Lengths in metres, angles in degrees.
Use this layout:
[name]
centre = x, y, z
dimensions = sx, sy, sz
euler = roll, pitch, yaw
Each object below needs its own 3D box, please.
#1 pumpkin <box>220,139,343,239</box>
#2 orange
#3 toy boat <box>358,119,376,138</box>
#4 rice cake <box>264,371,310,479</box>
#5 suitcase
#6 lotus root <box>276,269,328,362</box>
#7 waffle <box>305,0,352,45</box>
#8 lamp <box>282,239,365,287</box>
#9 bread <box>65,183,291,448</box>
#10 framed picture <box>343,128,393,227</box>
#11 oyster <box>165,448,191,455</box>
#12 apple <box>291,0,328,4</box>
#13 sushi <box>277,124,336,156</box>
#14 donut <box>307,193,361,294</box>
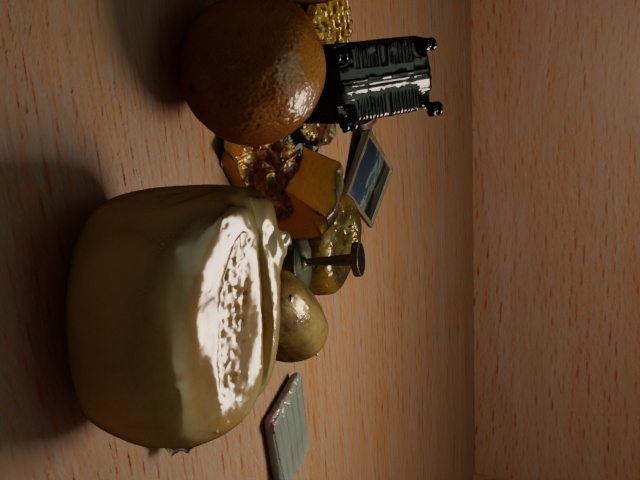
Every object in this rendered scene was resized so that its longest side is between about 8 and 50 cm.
[pumpkin]
centre = -0.063, -0.127, 1.875
dimensions = 0.281, 0.190, 0.139
euler = 67, 35, -49
[orange]
centre = -0.112, -0.292, 1.627
dimensions = 0.264, 0.264, 0.264
euler = 4, 90, -69
[toy boat]
centre = 0.127, -0.263, 2.575
dimensions = 0.096, 0.034, 0.122
euler = -43, 135, -52
[rice cake]
centre = -0.073, 0.429, 2.164
dimensions = 0.189, 0.037, 0.198
euler = -57, 145, -53
[suitcase]
centre = 0.038, -0.298, 1.844
dimensions = 0.229, 0.335, 0.152
euler = -13, 103, -30
[lotus root]
centre = -0.075, 0.163, 1.922
dimensions = 0.343, 0.169, 0.152
euler = 58, 42, -57
[waffle]
centre = 0.018, -0.522, 2.208
dimensions = 0.253, 0.056, 0.249
euler = -15, 107, -70
[lamp]
centre = -0.019, 0.046, 1.978
dimensions = 0.121, 0.214, 0.121
euler = -3, 90, -75
[bread]
centre = -0.218, 0.112, 1.417
dimensions = 0.348, 0.252, 0.376
euler = -28, 118, -60
[framed picture]
centre = 0.126, -0.161, 2.581
dimensions = 0.189, 0.023, 0.260
euler = -70, 157, -13
[oyster]
centre = -0.238, 0.297, 1.683
dimensions = 0.108, 0.053, 0.166
euler = 54, 46, -21
[apple]
centre = -0.027, -0.581, 1.673
dimensions = 0.364, 0.363, 0.364
euler = 4, 90, -69
[sushi]
centre = -0.020, -0.280, 2.148
dimensions = 0.292, 0.059, 0.294
euler = 65, 35, -51
[donut]
centre = 0.000, 0.000, 2.152
dimensions = 0.209, 0.128, 0.261
euler = 71, 31, -43
